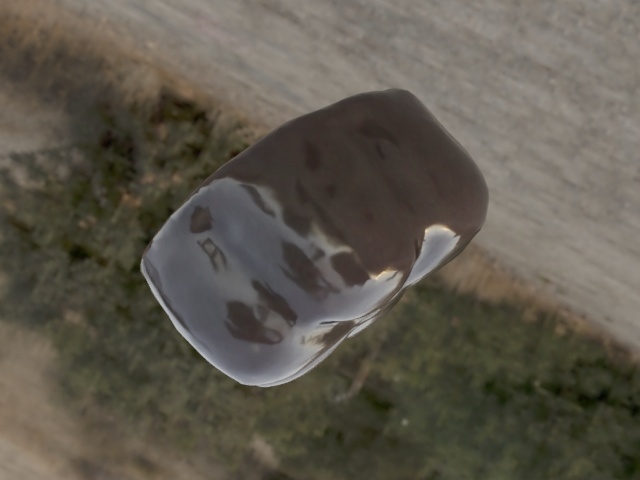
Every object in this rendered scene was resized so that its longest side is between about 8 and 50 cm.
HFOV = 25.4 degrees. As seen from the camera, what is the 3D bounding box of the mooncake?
[{"bbox_3d":[0.000,0.000,0.993,0.133,0.245,0.245,52,176,7],"label":"mooncake"}]
